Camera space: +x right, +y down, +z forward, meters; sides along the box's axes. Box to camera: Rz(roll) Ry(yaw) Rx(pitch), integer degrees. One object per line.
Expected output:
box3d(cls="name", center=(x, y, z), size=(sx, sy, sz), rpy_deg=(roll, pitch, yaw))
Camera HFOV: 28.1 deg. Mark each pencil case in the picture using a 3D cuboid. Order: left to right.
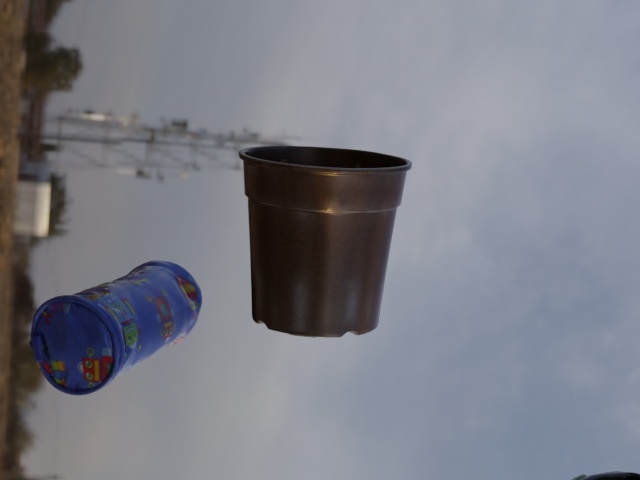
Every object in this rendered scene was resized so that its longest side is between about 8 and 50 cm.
box3d(cls="pencil case", center=(-0.253, 0.103, 1.595), size=(0.306, 0.133, 0.119), rpy_deg=(-28, 108, -74))

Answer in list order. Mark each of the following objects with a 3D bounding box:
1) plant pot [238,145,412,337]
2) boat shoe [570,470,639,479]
box3d(cls="plant pot", center=(0.000, 0.000, 1.230), size=(0.167, 0.166, 0.165), rpy_deg=(-143, -125, -73))
box3d(cls="boat shoe", center=(0.273, 0.243, 1.122), size=(0.068, 0.227, 0.081), rpy_deg=(-43, -124, 40))
